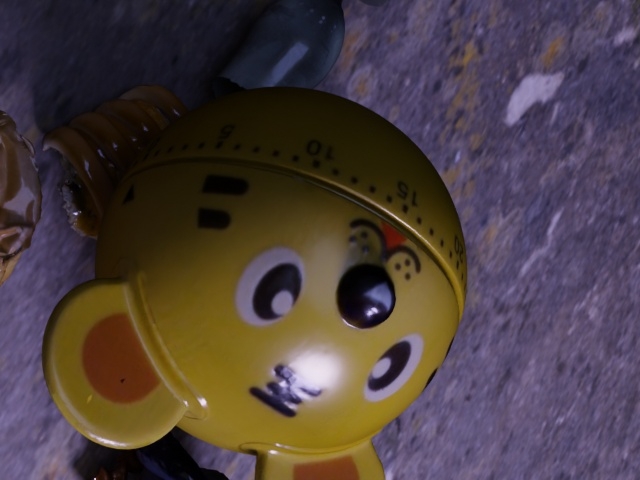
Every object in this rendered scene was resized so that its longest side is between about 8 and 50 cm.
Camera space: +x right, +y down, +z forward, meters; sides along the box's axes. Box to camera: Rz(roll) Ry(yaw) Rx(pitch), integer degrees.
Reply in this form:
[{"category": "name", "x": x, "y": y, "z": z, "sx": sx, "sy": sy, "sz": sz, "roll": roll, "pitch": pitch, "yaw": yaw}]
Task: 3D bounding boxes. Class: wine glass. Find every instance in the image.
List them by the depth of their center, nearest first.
[{"category": "wine glass", "x": -0.022, "y": -0.205, "z": 1.880, "sx": 0.202, "sy": 0.093, "sz": 0.093, "roll": -48, "pitch": 115, "yaw": -20}]

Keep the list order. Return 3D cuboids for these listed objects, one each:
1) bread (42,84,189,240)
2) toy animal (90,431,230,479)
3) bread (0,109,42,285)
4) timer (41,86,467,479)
[{"category": "bread", "x": -0.190, "y": -0.079, "z": 1.789, "sx": 0.177, "sy": 0.084, "sz": 0.119, "roll": -36, "pitch": 111, "yaw": -30}, {"category": "toy animal", "x": -0.136, "y": 0.274, "z": 1.784, "sx": 0.122, "sy": 0.185, "sz": 0.298, "roll": -36, "pitch": 129, "yaw": -30}, {"category": "bread", "x": -0.365, "y": -0.035, "z": 1.638, "sx": 0.240, "sy": 0.139, "sz": 0.240, "roll": 6, "pitch": 79, "yaw": -33}, {"category": "timer", "x": -0.043, "y": 0.064, "z": 1.657, "sx": 0.376, "sy": 0.376, "sz": 0.387, "roll": 38, "pitch": 54, "yaw": -28}]
